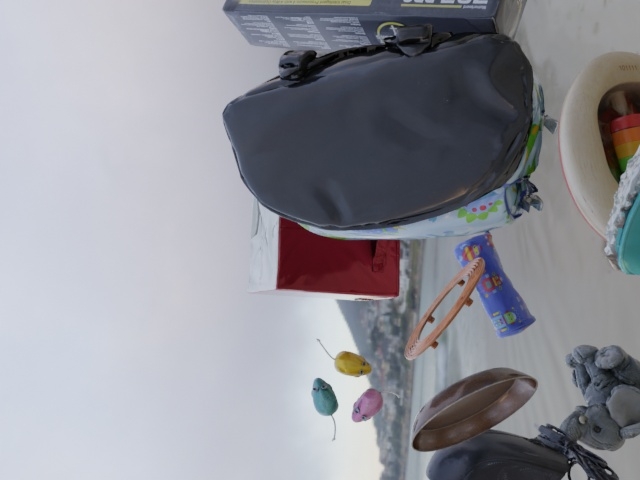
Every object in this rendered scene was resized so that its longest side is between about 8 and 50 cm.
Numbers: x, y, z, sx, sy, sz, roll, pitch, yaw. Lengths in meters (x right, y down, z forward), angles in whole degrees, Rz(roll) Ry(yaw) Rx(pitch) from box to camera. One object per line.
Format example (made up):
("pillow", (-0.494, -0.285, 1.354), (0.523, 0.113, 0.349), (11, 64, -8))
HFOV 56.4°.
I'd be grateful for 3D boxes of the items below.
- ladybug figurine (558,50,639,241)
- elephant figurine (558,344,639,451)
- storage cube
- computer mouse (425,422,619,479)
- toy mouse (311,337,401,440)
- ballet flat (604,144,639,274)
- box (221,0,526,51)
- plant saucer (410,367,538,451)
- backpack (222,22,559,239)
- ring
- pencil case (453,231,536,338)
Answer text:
("ladybug figurine", (0.644, -0.172, 1.265), (0.162, 0.305, 0.449), (118, 149, -76))
("elephant figurine", (0.557, 0.338, 1.163), (0.169, 0.186, 0.239), (46, -135, -40))
("storage cube", (0.000, 0.000, 0.949), (0.215, 0.193, 0.183), (163, 110, -69))
("computer mouse", (0.296, 0.330, 0.935), (0.188, 0.272, 0.072), (-165, 72, -79))
("toy mouse", (0.042, 0.252, 0.950), (0.031, 0.161, 0.143), (86, -155, -79))
("ballet flat", (0.471, -0.144, 0.712), (0.147, 0.147, 0.408), (-67, -3, -63))
("box", (0.095, -0.408, 0.796), (0.097, 0.395, 0.318), (41, -114, -57))
("plant saucer", (0.179, 0.201, 0.718), (0.168, 0.169, 0.029), (81, 166, -54))
("backpack", (0.117, -0.108, 0.672), (0.355, 0.290, 0.273), (-47, -54, -58))
("ring", (0.337, 0.186, 1.594), (0.336, 0.032, 0.336), (-53, -2, -2))
("pencil case", (0.497, 0.126, 1.714), (0.306, 0.119, 0.133), (66, -162, 14))
